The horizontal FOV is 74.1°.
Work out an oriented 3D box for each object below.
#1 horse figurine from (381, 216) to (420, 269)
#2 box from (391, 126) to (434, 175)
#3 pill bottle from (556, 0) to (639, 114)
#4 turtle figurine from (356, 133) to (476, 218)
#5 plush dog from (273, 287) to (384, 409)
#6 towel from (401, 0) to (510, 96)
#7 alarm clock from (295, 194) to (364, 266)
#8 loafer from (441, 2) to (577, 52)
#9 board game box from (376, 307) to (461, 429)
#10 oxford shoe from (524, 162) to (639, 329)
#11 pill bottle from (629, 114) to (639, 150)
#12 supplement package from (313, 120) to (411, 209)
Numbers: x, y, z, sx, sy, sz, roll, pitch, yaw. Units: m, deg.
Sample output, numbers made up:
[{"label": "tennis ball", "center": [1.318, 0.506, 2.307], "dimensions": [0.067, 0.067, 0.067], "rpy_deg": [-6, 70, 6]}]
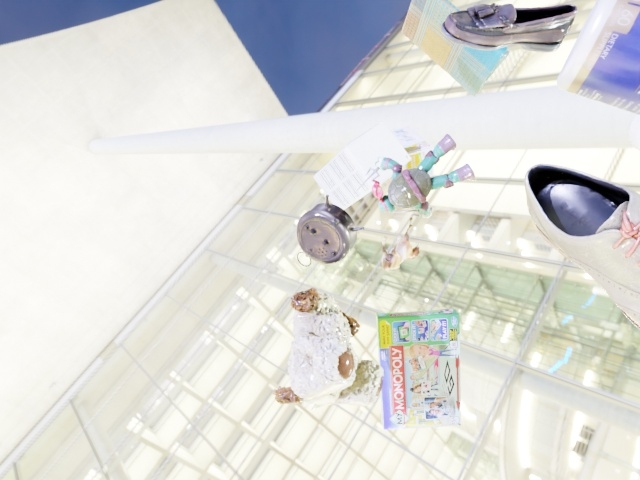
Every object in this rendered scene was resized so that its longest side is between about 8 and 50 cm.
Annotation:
[{"label": "horse figurine", "center": [0.280, 0.035, 1.514], "dimensions": [0.263, 0.066, 0.175], "rpy_deg": [-35, -43, -41]}, {"label": "box", "center": [0.306, -0.302, 1.481], "dimensions": [0.103, 0.203, 0.114], "rpy_deg": [-16, -55, -5]}, {"label": "pill bottle", "center": [0.487, -0.241, 0.572], "dimensions": [0.153, 0.264, 0.153], "rpy_deg": [-54, -19, -29]}, {"label": "turtle figurine", "center": [0.203, -0.118, 0.920], "dimensions": [0.234, 0.118, 0.175], "rpy_deg": [-31, -76, 16]}, {"label": "plush dog", "center": [0.002, 0.222, 0.904], "dimensions": [0.262, 0.210, 0.226], "rpy_deg": [48, -146, -49]}, {"label": "towel", "center": [0.444, -0.679, 1.440], "dimensions": [0.370, 0.271, 0.040], "rpy_deg": [43, -97, 4]}, {"label": "alarm clock", "center": [0.000, 0.000, 0.932], "dimensions": [0.129, 0.192, 0.064], "rpy_deg": [42, -139, 2]}, {"label": "loafer", "center": [0.415, -0.483, 0.926], "dimensions": [0.302, 0.095, 0.109], "rpy_deg": [-3, -120, -15]}, {"label": "board game box", "center": [0.264, 0.347, 1.137], "dimensions": [0.213, 0.046, 0.318], "rpy_deg": [-4, -81, 1]}, {"label": "oxford shoe", "center": [0.360, 0.024, 0.468], "dimensions": [0.130, 0.348, 0.123], "rpy_deg": [27, -75, -41]}, {"label": "pill bottle", "center": [0.768, -0.192, 0.832], "dimensions": [0.162, 0.279, 0.162], "rpy_deg": [-2, -59, -4]}, {"label": "supplement package", "center": [0.126, -0.224, 1.309], "dimensions": [0.194, 0.203, 0.149], "rpy_deg": [-40, -86, -35]}]
